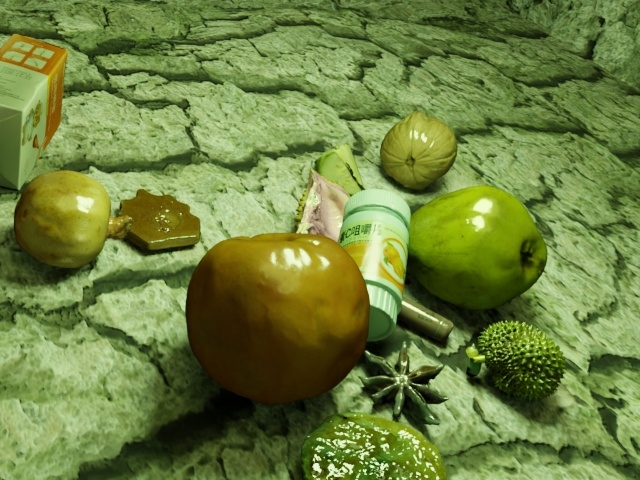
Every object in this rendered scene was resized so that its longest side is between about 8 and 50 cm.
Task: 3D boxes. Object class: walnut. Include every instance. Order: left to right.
[{"bbox_3d":[0.281,-0.258,2.155,0.228,0.228,0.228,12,35,-8],"label":"walnut"}]

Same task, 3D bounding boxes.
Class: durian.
[{"bbox_3d":[0.001,0.000,1.769,0.191,0.112,0.341,37,43,-25],"label":"durian"},{"bbox_3d":[0.419,0.241,1.579,0.198,0.146,0.159,34,36,16],"label":"durian"}]

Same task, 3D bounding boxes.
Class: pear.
[{"bbox_3d":[0.332,0.012,1.764,0.375,0.287,0.287,17,30,33],"label":"pear"}]

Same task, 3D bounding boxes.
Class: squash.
[{"bbox_3d":[0.029,-0.242,2.105,0.169,0.093,0.252,50,17,-37],"label":"squash"}]

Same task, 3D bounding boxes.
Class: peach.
[{"bbox_3d":[-0.078,0.143,1.374,0.342,0.302,0.343,-1,7,0],"label":"peach"}]

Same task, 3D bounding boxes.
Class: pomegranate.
[{"bbox_3d":[-0.519,-0.041,1.534,0.207,0.207,0.207,12,35,-8],"label":"pomegranate"}]

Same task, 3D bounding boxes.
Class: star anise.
[{"bbox_3d":[0.165,0.281,1.487,0.204,0.061,0.180,26,48,21],"label":"star anise"}]

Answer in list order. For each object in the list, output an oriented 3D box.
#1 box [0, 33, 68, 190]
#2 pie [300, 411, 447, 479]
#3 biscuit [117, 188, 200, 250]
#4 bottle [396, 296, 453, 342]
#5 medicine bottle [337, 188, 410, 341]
[{"bbox_3d":[-0.717,-0.309,1.778,0.143,0.225,0.341,14,36,-9],"label":"box"},{"bbox_3d":[0.097,0.395,1.293,0.277,0.078,0.277,13,36,-10],"label":"pie"},{"bbox_3d":[-0.377,-0.050,1.734,0.182,0.034,0.215,-8,40,-33],"label":"biscuit"},{"bbox_3d":[0.223,0.173,1.670,0.140,0.053,0.053,28,36,14],"label":"bottle"},{"bbox_3d":[0.107,0.053,1.633,0.158,0.158,0.318,14,50,-4],"label":"medicine bottle"}]
